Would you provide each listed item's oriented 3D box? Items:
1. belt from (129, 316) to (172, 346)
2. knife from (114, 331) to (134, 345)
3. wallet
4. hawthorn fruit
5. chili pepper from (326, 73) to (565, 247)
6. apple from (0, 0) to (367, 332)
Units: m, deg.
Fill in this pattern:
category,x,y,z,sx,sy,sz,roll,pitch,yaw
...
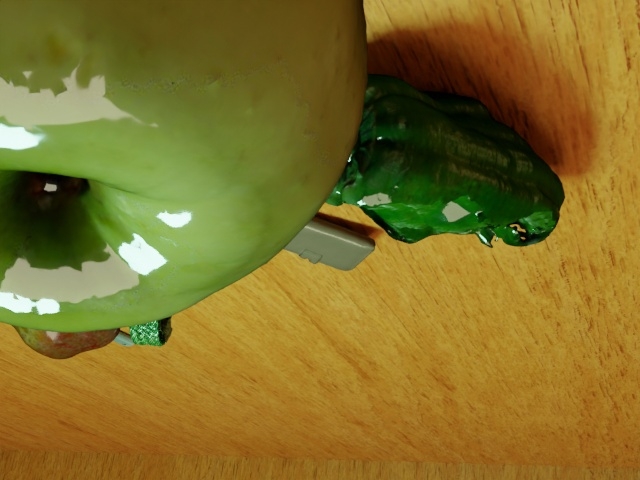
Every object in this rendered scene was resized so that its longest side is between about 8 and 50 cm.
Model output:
category,x,y,z,sx,sy,sz,roll,pitch,yaw
belt,-0.331,0.141,1.707,0.079,0.121,0.151,1,173,3
knife,-0.482,0.202,1.994,0.044,0.023,0.162,-13,149,32
wallet,0.000,0.000,1.417,0.153,0.038,0.118,19,151,-18
hawthorn fruit,-0.450,0.082,1.537,0.208,0.208,0.248,-2,141,18
chili pepper,0.140,-0.086,1.060,0.213,0.167,0.385,5,172,43
apple,-0.184,-0.169,0.637,0.474,0.473,0.473,5,155,3
